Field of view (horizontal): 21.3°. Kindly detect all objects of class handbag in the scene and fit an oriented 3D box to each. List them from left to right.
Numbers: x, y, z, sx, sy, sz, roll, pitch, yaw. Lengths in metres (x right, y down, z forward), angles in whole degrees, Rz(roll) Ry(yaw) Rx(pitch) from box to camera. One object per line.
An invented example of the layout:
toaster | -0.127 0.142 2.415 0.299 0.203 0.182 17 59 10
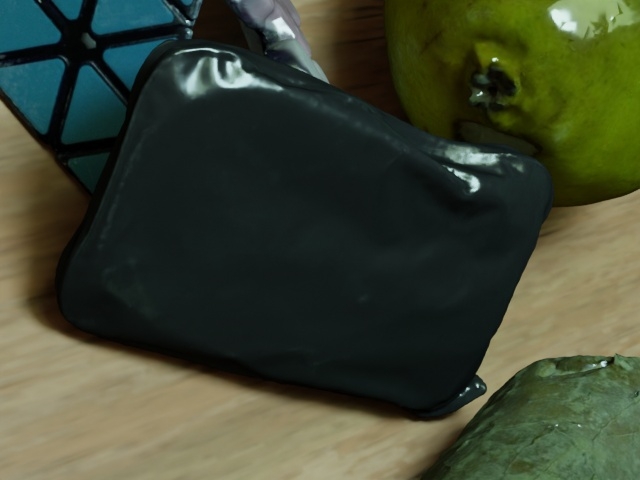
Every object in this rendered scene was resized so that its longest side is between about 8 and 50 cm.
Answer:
handbag | 0.003 0.000 1.063 0.332 0.191 0.075 17 12 -34

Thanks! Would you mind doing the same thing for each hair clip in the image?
hair clip | -0.026 -0.121 1.171 0.257 0.075 0.146 68 17 11

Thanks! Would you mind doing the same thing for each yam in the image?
yam | 0.139 0.185 1.054 0.168 0.168 0.304 50 43 -3

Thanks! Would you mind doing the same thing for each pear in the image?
pear | 0.172 -0.158 1.255 0.269 0.269 0.321 56 29 4

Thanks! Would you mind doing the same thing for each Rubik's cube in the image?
Rubik's cube | -0.117 -0.096 1.095 0.190 0.211 0.178 -2 86 -68
